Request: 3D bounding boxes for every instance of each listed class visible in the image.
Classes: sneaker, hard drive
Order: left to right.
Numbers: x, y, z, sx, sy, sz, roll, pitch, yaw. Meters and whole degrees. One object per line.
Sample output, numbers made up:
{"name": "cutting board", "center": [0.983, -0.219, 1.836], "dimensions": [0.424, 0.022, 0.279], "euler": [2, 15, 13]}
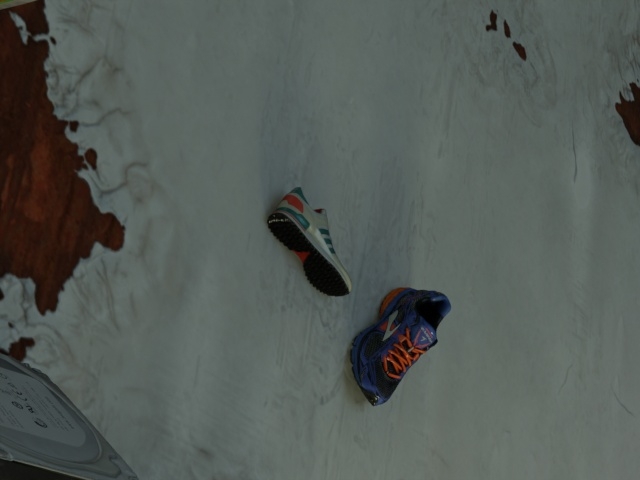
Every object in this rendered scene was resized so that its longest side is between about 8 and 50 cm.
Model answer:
{"name": "hard drive", "center": [-0.332, 0.151, 1.357], "dimensions": [0.339, 0.237, 0.064], "euler": [25, 99, -46]}
{"name": "sneaker", "center": [0.000, 0.000, 1.980], "dimensions": [0.161, 0.057, 0.075], "euler": [51, 49, -27]}
{"name": "sneaker", "center": [0.108, 0.133, 2.060], "dimensions": [0.083, 0.087, 0.221], "euler": [56, 41, -25]}

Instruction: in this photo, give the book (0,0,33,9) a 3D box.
{"name": "book", "center": [-0.365, -0.257, 1.541], "dimensions": [0.144, 0.096, 0.035], "euler": [1, 79, -54]}
